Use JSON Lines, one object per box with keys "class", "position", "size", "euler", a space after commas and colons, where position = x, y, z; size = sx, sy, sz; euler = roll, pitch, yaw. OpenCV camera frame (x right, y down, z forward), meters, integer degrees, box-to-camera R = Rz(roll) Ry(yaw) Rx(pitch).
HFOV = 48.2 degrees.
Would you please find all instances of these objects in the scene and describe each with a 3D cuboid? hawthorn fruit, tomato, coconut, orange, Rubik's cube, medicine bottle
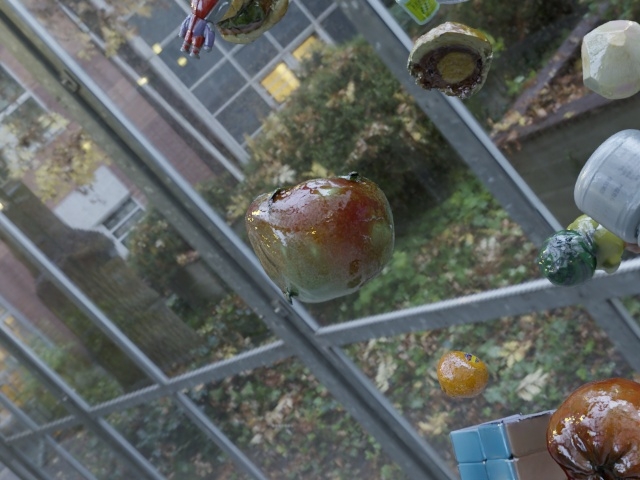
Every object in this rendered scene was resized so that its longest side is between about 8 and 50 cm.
{"class": "hawthorn fruit", "position": [0.531, 0.342, 1.285], "size": [0.224, 0.224, 0.261], "euler": [-34, 2, 37]}
{"class": "tomato", "position": [0.000, 0.000, 1.432], "size": [0.303, 0.239, 0.303], "euler": [-14, -1, 0]}
{"class": "coconut", "position": [0.877, -0.535, 2.117], "size": [0.197, 0.237, 0.237], "euler": [2, 29, 17]}
{"class": "orange", "position": [0.366, 0.350, 1.855], "size": [0.135, 0.135, 0.117], "euler": [-69, 3, -66]}
{"class": "Rubik's cube", "position": [0.452, 0.502, 1.581], "size": [0.221, 0.224, 0.231], "euler": [-6, -16, -22]}
{"class": "medicine bottle", "position": [0.150, -0.392, 1.155], "size": [0.047, 0.083, 0.047], "euler": [-39, 30, 28]}
{"class": "medicine bottle", "position": [0.807, -0.101, 1.736], "size": [0.245, 0.245, 0.306], "euler": [-43, 56, -3]}

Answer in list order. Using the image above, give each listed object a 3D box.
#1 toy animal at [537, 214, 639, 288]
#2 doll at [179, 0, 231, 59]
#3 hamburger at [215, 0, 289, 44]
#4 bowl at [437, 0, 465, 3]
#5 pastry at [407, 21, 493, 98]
{"class": "toy animal", "position": [0.854, 0.016, 2.292], "size": [0.338, 0.191, 0.216], "euler": [-26, 48, -13]}
{"class": "doll", "position": [-0.238, -0.499, 1.517], "size": [0.075, 0.102, 0.227], "euler": [-1, -62, -61]}
{"class": "hamburger", "position": [-0.183, -0.611, 1.767], "size": [0.330, 0.162, 0.209], "euler": [-38, 56, 34]}
{"class": "bowl", "position": [0.222, -0.580, 1.261], "size": [0.287, 0.287, 0.143], "euler": [-31, 34, 45]}
{"class": "pastry", "position": [0.416, -0.596, 2.270], "size": [0.236, 0.256, 0.170], "euler": [104, -179, -49]}
